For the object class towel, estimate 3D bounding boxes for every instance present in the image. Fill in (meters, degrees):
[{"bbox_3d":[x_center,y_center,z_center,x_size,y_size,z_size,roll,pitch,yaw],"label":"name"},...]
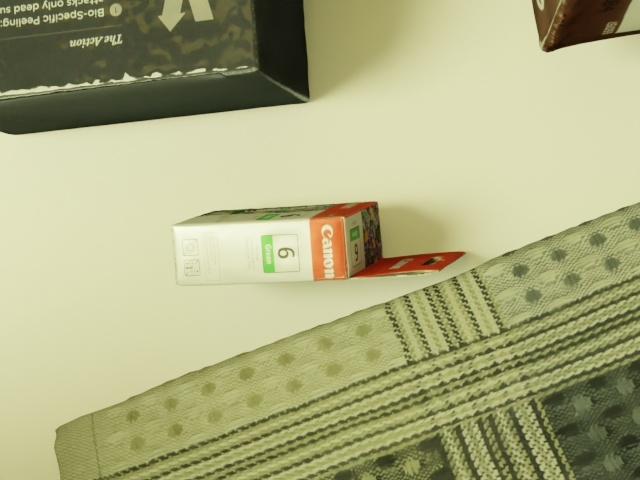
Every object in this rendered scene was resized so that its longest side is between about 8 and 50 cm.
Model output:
[{"bbox_3d":[0.065,0.123,0.700,0.324,0.056,0.312,-20,39,1],"label":"towel"}]

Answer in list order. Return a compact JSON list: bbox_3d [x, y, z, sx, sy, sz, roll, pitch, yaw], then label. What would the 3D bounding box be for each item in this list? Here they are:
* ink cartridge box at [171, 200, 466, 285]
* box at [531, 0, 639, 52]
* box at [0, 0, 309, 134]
[{"bbox_3d":[0.000,0.000,0.831,0.115,0.063,0.029,-3,96,15],"label":"ink cartridge box"},{"bbox_3d":[0.159,-0.289,0.814,0.191,0.143,0.381,-9,78,-2],"label":"box"},{"bbox_3d":[-0.094,-0.138,0.892,0.156,0.093,0.158,-5,84,15],"label":"box"}]
